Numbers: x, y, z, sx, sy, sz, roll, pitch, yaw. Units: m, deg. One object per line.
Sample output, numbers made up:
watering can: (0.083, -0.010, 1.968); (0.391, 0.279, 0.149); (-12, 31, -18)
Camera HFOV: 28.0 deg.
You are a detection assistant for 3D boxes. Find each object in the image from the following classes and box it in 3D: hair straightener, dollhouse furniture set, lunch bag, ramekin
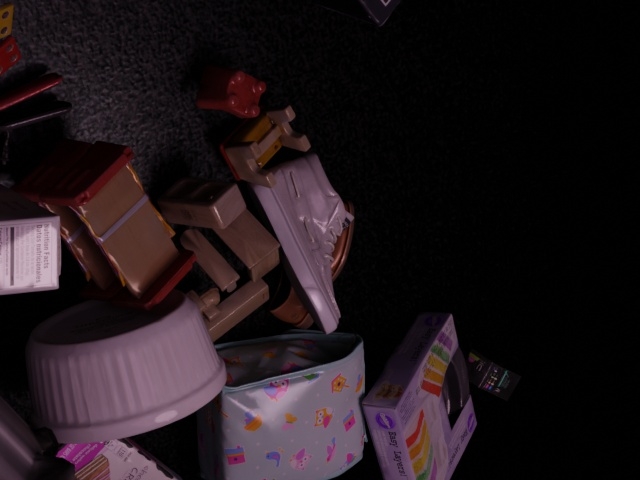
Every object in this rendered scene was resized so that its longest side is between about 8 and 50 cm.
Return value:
hair straightener: (-0.419, -0.129, 1.629); (0.230, 0.047, 0.089); (-29, 121, -21)
dollhouse furniture set: (-0.209, -0.100, 1.745); (0.374, 0.152, 0.201); (-48, 128, -30)
lunch bag: (-0.050, 0.261, 1.959); (0.262, 0.160, 0.223); (-11, 113, -24)
ramekin: (-0.268, 0.157, 1.714); (0.273, 0.273, 0.127); (-20, 107, -26)
dollhouse furniture set: (-0.150, 0.039, 1.887); (0.144, 0.123, 0.151); (-38, 159, -16)

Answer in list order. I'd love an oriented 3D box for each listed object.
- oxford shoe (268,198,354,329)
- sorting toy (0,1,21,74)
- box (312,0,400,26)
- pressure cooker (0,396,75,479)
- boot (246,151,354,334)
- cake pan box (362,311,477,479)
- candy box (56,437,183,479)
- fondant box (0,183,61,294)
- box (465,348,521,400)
oxford shoe: (-0.013, 0.030, 1.950); (0.076, 0.076, 0.212); (23, 94, -27)
sorting toy: (-0.475, -0.188, 1.536); (0.274, 0.046, 0.132); (-45, 163, -15)
box: (0.047, -0.501, 1.711); (0.294, 0.183, 0.296); (-50, 129, -6)
pressure cooker: (-0.514, 0.306, 1.535); (0.375, 0.370, 0.420); (-47, 128, -19)
boot: (0.000, 0.000, 1.881); (0.123, 0.095, 0.258); (-26, 98, -11)
cake pan box: (0.169, 0.283, 2.102); (0.267, 0.070, 0.245); (-51, 136, -48)
candy box: (-0.316, 0.359, 1.862); (0.159, 0.071, 0.233); (-50, 123, -7)
fondant box: (-0.502, 0.002, 1.503); (0.330, 0.238, 0.096); (-4, 105, -33)
box: (0.294, 0.234, 2.236); (0.083, 0.062, 0.052); (27, 93, -37)
